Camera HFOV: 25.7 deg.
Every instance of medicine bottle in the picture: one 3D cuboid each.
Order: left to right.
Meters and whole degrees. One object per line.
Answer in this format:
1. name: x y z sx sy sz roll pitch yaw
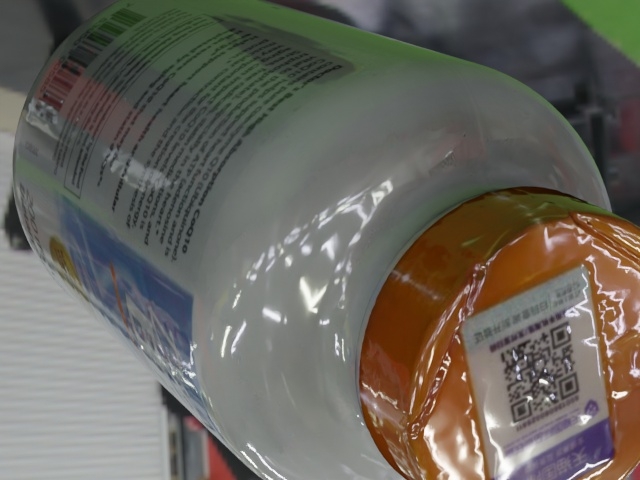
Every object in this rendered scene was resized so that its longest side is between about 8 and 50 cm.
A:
1. medicine bottle: 0.000 0.000 0.512 0.157 0.157 0.289 1 -165 -29
